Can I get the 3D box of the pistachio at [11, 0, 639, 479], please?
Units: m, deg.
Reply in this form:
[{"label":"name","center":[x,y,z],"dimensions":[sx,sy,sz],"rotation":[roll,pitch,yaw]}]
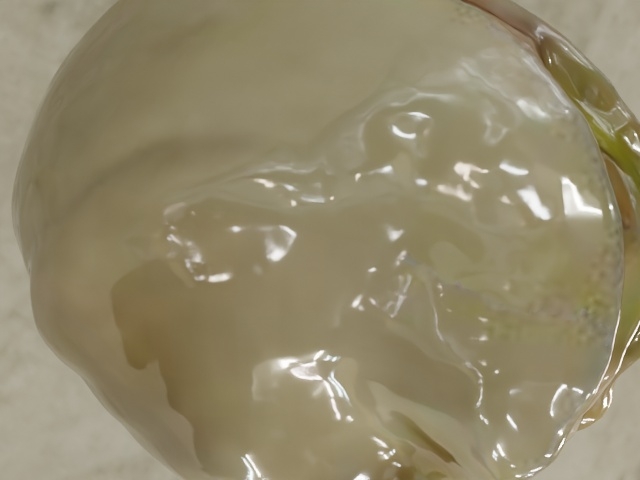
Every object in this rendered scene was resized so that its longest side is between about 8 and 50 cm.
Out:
[{"label":"pistachio","center":[0.000,0.000,1.172],"dimensions":[0.281,0.445,0.365],"rotation":[-19,120,-62]}]
